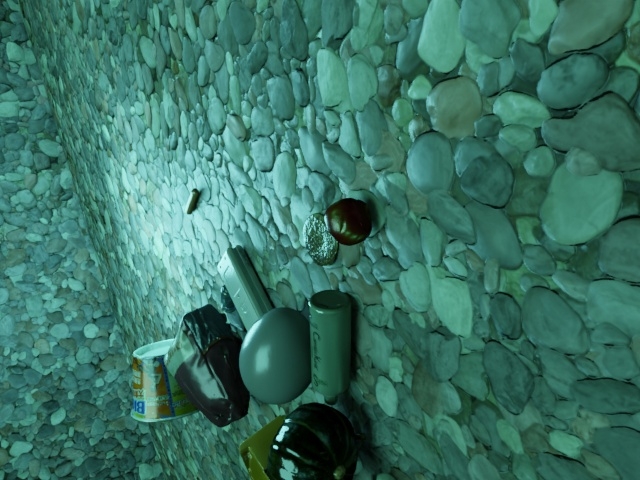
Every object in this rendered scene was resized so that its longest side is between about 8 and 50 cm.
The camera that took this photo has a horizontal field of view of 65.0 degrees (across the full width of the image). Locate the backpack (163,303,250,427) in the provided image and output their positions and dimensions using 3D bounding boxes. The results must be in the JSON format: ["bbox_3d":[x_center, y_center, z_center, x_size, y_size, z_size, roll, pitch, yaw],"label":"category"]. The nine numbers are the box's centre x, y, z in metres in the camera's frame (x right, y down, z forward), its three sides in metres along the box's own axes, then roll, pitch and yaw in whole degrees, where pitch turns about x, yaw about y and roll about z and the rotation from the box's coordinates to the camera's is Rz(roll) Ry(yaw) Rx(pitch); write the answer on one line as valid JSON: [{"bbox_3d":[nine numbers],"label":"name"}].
[{"bbox_3d":[-0.305,0.375,1.460,0.317,0.197,0.283,51,140,18],"label":"backpack"}]

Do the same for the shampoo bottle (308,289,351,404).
[{"bbox_3d":[0.021,0.233,1.036,0.085,0.085,0.263,27,127,45],"label":"shampoo bottle"}]

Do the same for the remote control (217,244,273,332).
[{"bbox_3d":[-0.180,0.155,1.302,0.277,0.055,0.103,62,144,15],"label":"remote control"}]

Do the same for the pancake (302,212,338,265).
[{"bbox_3d":[-0.001,0.000,1.018,0.115,0.011,0.115,28,127,45],"label":"pancake"}]

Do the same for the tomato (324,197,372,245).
[{"bbox_3d":[0.052,-0.034,0.871,0.075,0.087,0.087,-30,80,27],"label":"tomato"}]

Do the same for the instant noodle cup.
[{"bbox_3d":[-0.527,0.474,1.750,0.296,0.296,0.214,-2,97,54],"label":"instant noodle cup"}]

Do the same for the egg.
[{"bbox_3d":[-0.092,0.255,1.120,0.176,0.176,0.232,37,131,39],"label":"egg"}]

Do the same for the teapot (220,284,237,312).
[{"bbox_3d":[-0.249,0.161,1.416,0.049,0.063,0.083,-100,14,-51],"label":"teapot"}]

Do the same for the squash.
[{"bbox_3d":[-0.016,0.453,1.057,0.172,0.218,0.218,19,121,57],"label":"squash"}]

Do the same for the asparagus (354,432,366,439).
[{"bbox_3d":[0.062,0.444,1.139,0.127,0.018,0.015,-33,54,55],"label":"asparagus"}]

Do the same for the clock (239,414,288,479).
[{"bbox_3d":[-0.073,0.612,1.272,0.244,0.200,0.317,48,147,34],"label":"clock"}]

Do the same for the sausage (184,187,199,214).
[{"bbox_3d":[-0.375,-0.114,1.469,0.026,0.026,0.116,60,144,16],"label":"sausage"}]
